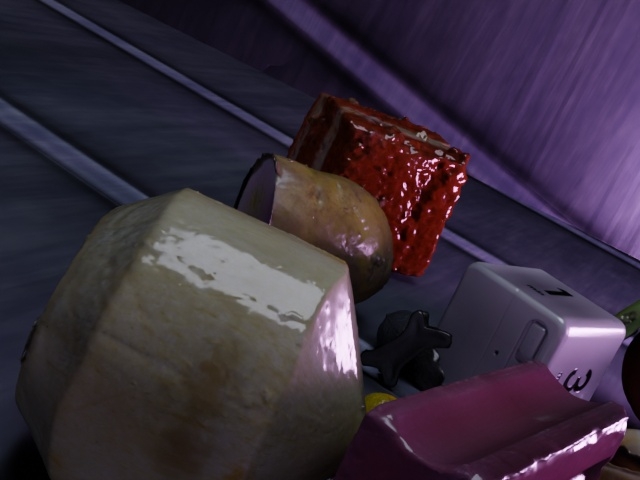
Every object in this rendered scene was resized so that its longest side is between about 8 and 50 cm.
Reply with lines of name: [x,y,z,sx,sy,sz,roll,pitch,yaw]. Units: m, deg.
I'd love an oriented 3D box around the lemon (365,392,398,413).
lemon: [0.074,0.218,1.289,0.083,0.062,0.062,29,16,9]

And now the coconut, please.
coconut: [-0.098,0.113,0.946,0.323,0.323,0.323,23,15,-7]

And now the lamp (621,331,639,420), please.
lamp: [0.651,0.229,1.722,0.303,0.256,0.303,0,13,0]

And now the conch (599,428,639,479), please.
conch: [0.469,0.336,1.447,0.255,0.127,0.158,9,34,38]

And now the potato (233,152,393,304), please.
potato: [0.000,0.000,1.629,0.266,0.229,0.229,13,19,-25]

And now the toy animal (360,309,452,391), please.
toy animal: [0.143,0.155,1.559,0.117,0.121,0.210,44,10,0]

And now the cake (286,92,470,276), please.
cake: [0.085,-0.122,2.053,0.270,0.270,0.319,17,15,-25]

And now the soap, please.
soap: [0.133,0.250,0.951,0.128,0.233,0.360,32,17,29]

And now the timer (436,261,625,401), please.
timer: [0.305,0.160,1.582,0.195,0.192,0.194,6,24,-48]

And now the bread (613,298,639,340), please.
bread: [0.523,0.145,1.800,0.045,0.301,0.301,55,24,14]
